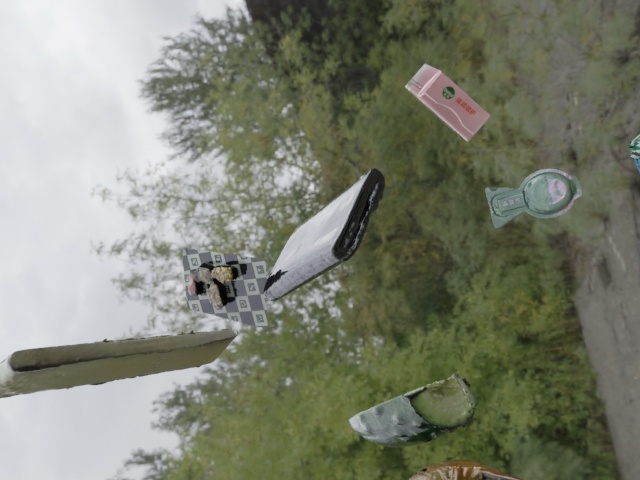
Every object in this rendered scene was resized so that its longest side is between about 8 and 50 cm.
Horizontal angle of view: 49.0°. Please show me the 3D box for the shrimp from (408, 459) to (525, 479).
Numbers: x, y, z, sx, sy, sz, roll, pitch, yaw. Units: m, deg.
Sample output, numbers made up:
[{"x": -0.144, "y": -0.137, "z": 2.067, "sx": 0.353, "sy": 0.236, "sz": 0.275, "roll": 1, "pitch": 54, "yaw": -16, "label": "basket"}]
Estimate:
[{"x": 0.261, "y": 0.415, "z": 1.140, "sx": 0.145, "sy": 0.267, "sz": 0.061, "roll": -77, "pitch": -29, "yaw": -57, "label": "shrimp"}]

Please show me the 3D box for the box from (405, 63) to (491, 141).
[{"x": 0.161, "y": -0.181, "z": 0.908, "sx": 0.089, "sy": 0.043, "sz": 0.125, "roll": 38, "pitch": -167, "yaw": -13, "label": "box"}]

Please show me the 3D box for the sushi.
[{"x": -0.264, "y": 0.122, "z": 1.817, "sx": 0.043, "sy": 0.279, "sz": 0.193, "roll": -26, "pitch": -60, "yaw": -54, "label": "sushi"}]

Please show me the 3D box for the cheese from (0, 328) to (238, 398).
[{"x": -0.269, "y": 0.164, "z": 0.973, "sx": 0.400, "sy": 0.085, "sz": 0.034, "roll": 4, "pitch": -129, "yaw": -55, "label": "cheese"}]

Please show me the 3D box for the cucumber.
[{"x": 0.157, "y": 0.356, "z": 1.373, "sx": 0.325, "sy": 0.145, "sz": 0.105, "roll": -41, "pitch": 67, "yaw": 56, "label": "cucumber"}]

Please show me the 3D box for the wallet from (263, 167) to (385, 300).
[{"x": 0.001, "y": 0.001, "z": 1.578, "sx": 0.228, "sy": 0.062, "sz": 0.406, "roll": -62, "pitch": 14, "yaw": -27, "label": "wallet"}]

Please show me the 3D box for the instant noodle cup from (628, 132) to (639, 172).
[{"x": 0.557, "y": -0.082, "z": 0.947, "sx": 0.240, "sy": 0.240, "sz": 0.178, "roll": -69, "pitch": -44, "yaw": -72, "label": "instant noodle cup"}]

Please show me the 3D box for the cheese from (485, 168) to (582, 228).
[{"x": 0.286, "y": -0.059, "z": 0.939, "sx": 0.026, "sy": 0.120, "sz": 0.067, "roll": 24, "pitch": -127, "yaw": -72, "label": "cheese"}]
